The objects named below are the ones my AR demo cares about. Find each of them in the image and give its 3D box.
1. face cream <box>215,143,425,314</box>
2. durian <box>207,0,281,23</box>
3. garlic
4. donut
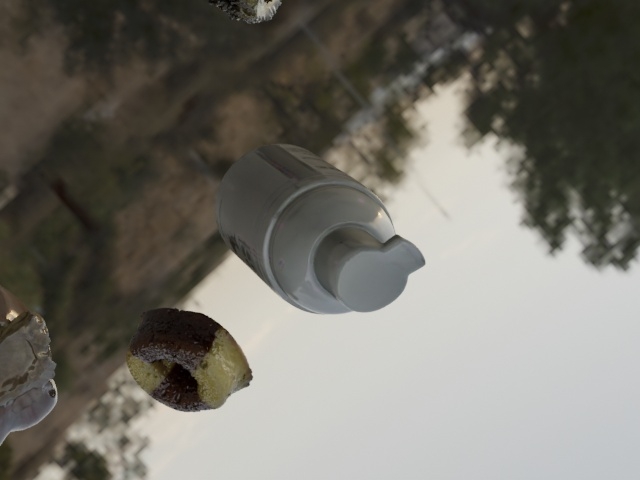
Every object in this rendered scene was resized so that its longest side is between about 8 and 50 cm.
[{"bbox_3d":[0.000,0.000,1.673,0.145,0.145,0.370,-41,-160,-4],"label":"face cream"},{"bbox_3d":[-0.088,-0.393,2.196,0.196,0.196,0.167,-40,174,12],"label":"durian"},{"bbox_3d":[-0.349,0.136,1.505,0.214,0.160,0.191,-38,-150,-24],"label":"garlic"},{"bbox_3d":[-0.144,0.131,1.756,0.140,0.140,0.059,-34,-162,50],"label":"donut"}]
